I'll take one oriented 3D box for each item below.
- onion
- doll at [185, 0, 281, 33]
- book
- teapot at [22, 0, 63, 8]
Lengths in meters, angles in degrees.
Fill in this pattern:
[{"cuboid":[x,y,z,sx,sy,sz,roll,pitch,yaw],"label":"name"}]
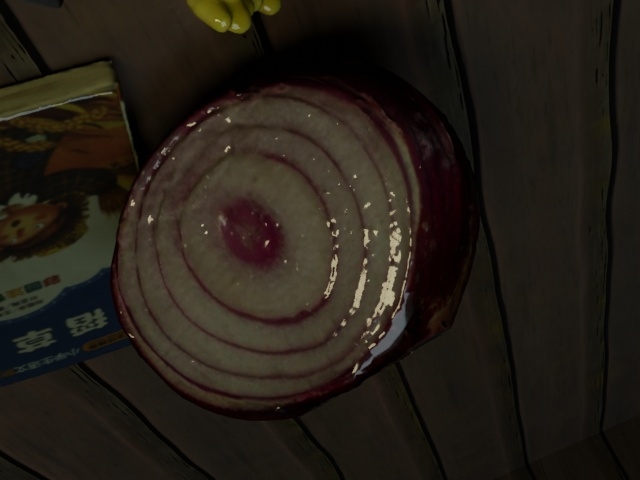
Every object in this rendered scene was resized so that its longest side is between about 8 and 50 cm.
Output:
[{"cuboid":[0.000,0.000,1.030,0.337,0.282,0.260,-48,164,21],"label":"onion"},{"cuboid":[0.026,-0.296,0.712,0.363,0.145,0.199,-55,179,30],"label":"doll"},{"cuboid":[-0.299,0.019,1.075,0.300,0.039,0.428,-18,150,-10],"label":"book"},{"cuboid":[-0.207,-0.216,0.713,0.096,0.087,0.177,3,148,-1],"label":"teapot"}]
